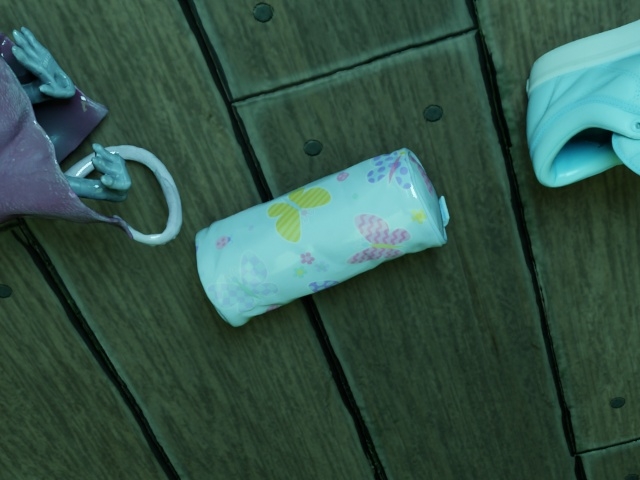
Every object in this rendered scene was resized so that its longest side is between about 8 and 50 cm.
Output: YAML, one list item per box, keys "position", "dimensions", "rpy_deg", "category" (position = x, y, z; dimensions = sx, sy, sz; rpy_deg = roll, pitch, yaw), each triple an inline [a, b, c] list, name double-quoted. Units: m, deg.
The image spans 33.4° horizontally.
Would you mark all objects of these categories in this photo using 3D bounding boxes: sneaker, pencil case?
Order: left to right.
- position: [0.000, 0.000, 1.155]
  dimensions: [0.273, 0.113, 0.124]
  rpy_deg: [-23, 135, 13]
  category: "pencil case"
- position: [0.336, -0.127, 0.957]
  dimensions: [0.135, 0.150, 0.366]
  rpy_deg: [18, 159, -29]
  category: "sneaker"

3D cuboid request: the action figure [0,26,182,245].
- position: [-0.375, -0.046, 1.078]
  dimensions: [0.370, 0.248, 0.276]
  rpy_deg: [-33, 150, 19]
  category: "action figure"
